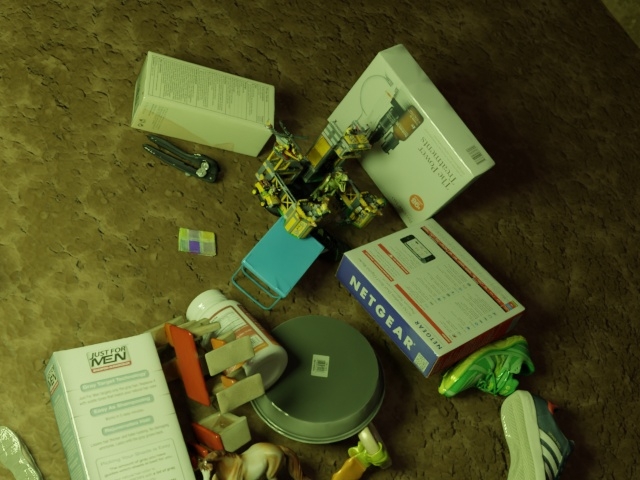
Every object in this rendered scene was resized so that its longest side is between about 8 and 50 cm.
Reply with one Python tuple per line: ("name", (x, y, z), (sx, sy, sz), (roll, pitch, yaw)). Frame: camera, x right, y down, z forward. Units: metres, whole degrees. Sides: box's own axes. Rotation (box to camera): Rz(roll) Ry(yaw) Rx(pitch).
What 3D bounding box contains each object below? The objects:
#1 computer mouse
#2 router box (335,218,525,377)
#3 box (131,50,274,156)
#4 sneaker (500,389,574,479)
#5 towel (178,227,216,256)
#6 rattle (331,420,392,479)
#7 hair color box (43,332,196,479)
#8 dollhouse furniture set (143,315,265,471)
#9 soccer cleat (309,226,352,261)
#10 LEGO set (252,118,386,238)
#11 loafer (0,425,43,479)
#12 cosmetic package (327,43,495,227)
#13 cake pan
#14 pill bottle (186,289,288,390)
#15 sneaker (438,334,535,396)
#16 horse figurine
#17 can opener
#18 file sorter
("computer mouse", (-0.035, -0.088, 1.925), (0.184, 0.060, 0.262), (44, 40, 6))
("router box", (0.254, 0.120, 1.881), (0.301, 0.082, 0.335), (-20, 56, -35))
("box", (-0.270, -0.314, 1.883), (0.311, 0.121, 0.148), (13, 58, -22))
("sneaker", (0.508, 0.514, 1.825), (0.148, 0.131, 0.350), (16, 58, -18))
("towel", (-0.270, 0.003, 1.774), (0.083, 0.009, 0.060), (10, 60, -24))
("rattle", (0.058, 0.409, 1.707), (0.130, 0.143, 0.199), (24, 30, -55))
("hair color box", (-0.354, 0.371, 1.454), (0.185, 0.113, 0.374), (-9, 69, -32))
("dollhouse furniture set", (-0.229, 0.281, 1.501), (0.135, 0.262, 0.259), (-22, 107, -34))
("soccer cleat", (0.000, 0.000, 1.881), (0.179, 0.072, 0.060), (21, 55, -16))
("LEGO set", (0.026, -0.154, 1.818), (0.331, 0.192, 0.255), (-2, 52, -43))
("loafer", (-0.527, 0.380, 1.408), (0.045, 0.039, 0.125), (-36, 79, -4))
("cosmetic package", (0.214, -0.248, 2.005), (0.097, 0.284, 0.377), (-30, 79, -35))
("cake pan", (-0.008, 0.273, 1.669), (0.293, 0.054, 0.293), (3, 51, -4))
("pill bottle", (-0.173, 0.197, 1.610), (0.121, 0.121, 0.216), (-20, 47, -35))
("sneaker", (0.404, 0.310, 1.898), (0.296, 0.109, 0.123), (-15, 67, -34))
("horse figurine", (-0.126, 0.445, 1.504), (0.263, 0.066, 0.174), (-8, 99, -43))
("can opener", (-0.316, -0.184, 1.836), (0.186, 0.073, 0.059), (21, 94, -13))
("file sorter", (-0.098, 0.052, 1.779), (0.118, 0.104, 0.170), (40, 51, -1))
